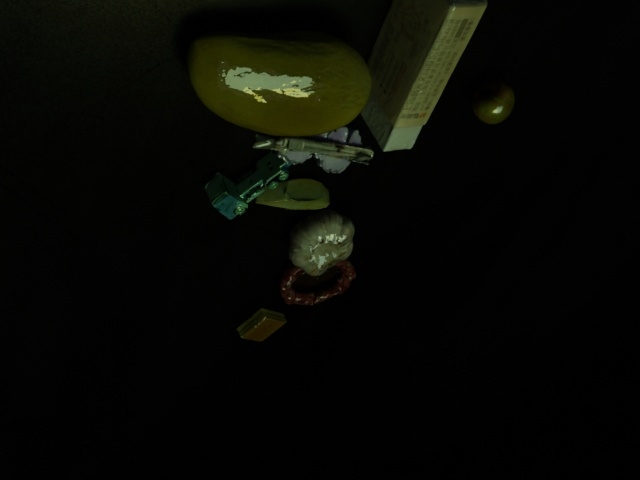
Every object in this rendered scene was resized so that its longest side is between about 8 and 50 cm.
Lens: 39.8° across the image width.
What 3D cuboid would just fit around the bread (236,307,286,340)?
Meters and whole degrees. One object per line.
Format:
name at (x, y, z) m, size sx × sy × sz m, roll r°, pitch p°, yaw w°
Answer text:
bread at (-0.147, 0.213, 2.226) m, size 0.094 × 0.035 × 0.090 m, roll -39°, pitch 147°, yaw 22°

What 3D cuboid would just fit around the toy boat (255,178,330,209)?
toy boat at (-0.054, -0.091, 1.809) m, size 0.172 × 0.065 × 0.066 m, roll 1°, pitch 160°, yaw -34°

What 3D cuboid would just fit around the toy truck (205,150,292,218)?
toy truck at (-0.137, -0.119, 1.697) m, size 0.175 × 0.067 × 0.081 m, roll -35°, pitch 147°, yaw 15°

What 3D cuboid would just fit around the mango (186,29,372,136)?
mango at (-0.067, -0.260, 1.476) m, size 0.332 × 0.142 × 0.195 m, roll -2°, pitch 138°, yaw -22°

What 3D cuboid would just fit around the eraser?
eraser at (0.163, -0.319, 1.539) m, size 0.078 × 0.144 × 0.343 m, roll -10°, pitch 147°, yaw -27°

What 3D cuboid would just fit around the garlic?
garlic at (0.000, 0.000, 1.950) m, size 0.147 × 0.102 × 0.159 m, roll 15°, pitch 120°, yaw -30°

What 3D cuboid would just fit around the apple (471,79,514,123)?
apple at (0.351, -0.280, 1.786) m, size 0.074 × 0.089 × 0.089 m, roll 32°, pitch 120°, yaw -28°

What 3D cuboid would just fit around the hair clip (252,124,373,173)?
hair clip at (-0.004, -0.183, 1.668) m, size 0.292 × 0.085 × 0.106 m, roll 3°, pitch 103°, yaw -46°

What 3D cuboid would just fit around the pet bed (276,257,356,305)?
pet bed at (-0.012, 0.088, 2.120) m, size 0.201 × 0.053 × 0.201 m, roll -15°, pitch 144°, yaw -11°
